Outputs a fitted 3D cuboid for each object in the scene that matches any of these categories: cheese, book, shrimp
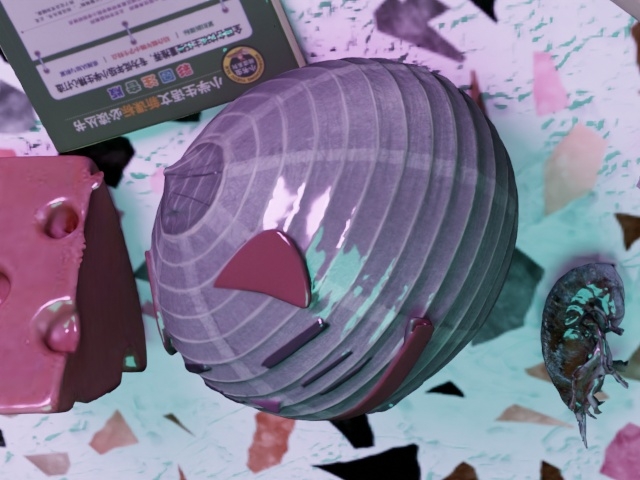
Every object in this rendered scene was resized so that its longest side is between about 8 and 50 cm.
[{"bbox_3d":[-0.204,0.062,0.985,0.128,0.203,0.177,-4,153,11],"label":"cheese"},{"bbox_3d":[-0.148,-0.198,0.870,0.202,0.027,0.264,-15,118,18],"label":"book"},{"bbox_3d":[0.201,0.088,0.980,0.065,0.056,0.165,-9,124,8],"label":"shrimp"}]

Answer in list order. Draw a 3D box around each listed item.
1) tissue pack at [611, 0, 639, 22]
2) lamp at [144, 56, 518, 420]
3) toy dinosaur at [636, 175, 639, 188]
[{"bbox_3d":[0.235,-0.187,0.632,0.380,0.297,0.207,34,97,-10],"label":"tissue pack"},{"bbox_3d":[0.000,0.000,0.850,0.233,0.233,0.265,40,140,-16],"label":"lamp"},{"bbox_3d":[0.296,-0.072,0.859,0.167,0.053,0.242,2,123,7],"label":"toy dinosaur"}]
